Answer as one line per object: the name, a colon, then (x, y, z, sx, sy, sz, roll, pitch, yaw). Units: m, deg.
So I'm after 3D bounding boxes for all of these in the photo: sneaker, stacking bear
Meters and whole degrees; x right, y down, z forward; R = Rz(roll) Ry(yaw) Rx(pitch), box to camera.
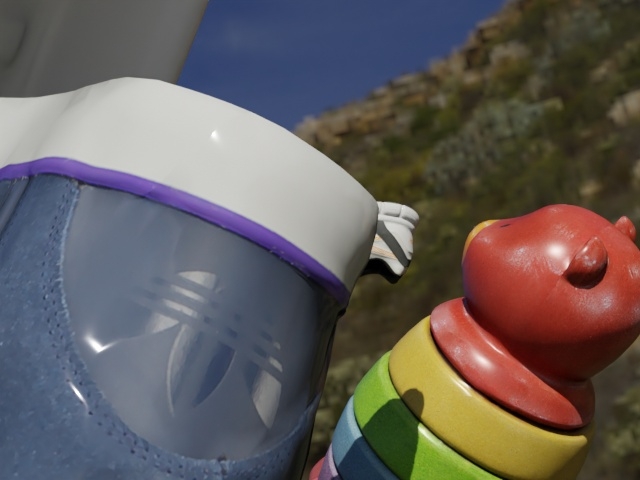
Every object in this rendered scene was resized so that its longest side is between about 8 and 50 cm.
sneaker: (-0.109, 0.082, 0.573, 0.130, 0.236, 0.323, 29, -14, -19)
sneaker: (0.000, 0.000, 0.986, 0.109, 0.044, 0.040, 3, -18, 1)
stacking bear: (0.100, 0.102, 1.125, 0.289, 0.164, 0.175, -59, -20, 22)

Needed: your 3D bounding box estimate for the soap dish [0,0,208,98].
soap dish: (-0.174, -0.103, 0.850, 0.118, 0.291, 0.229, 27, 6, 33)
